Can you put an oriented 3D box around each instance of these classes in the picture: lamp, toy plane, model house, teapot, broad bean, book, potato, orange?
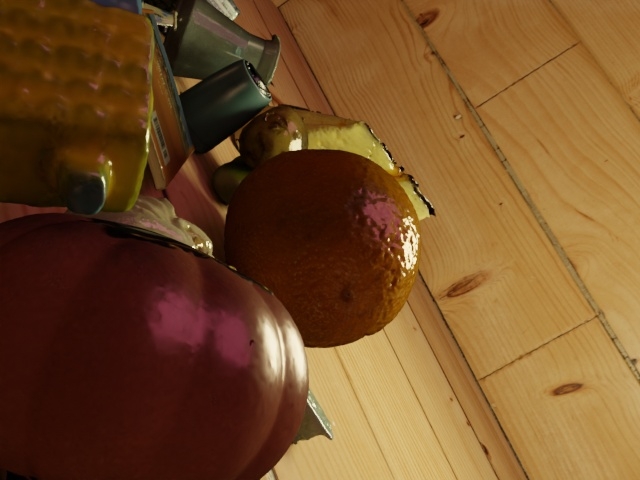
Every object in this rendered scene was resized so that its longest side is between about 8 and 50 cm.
[{"bbox_3d":[-0.163,0.110,0.612,0.305,0.239,0.305,18,-7,2],"label":"lamp"},{"bbox_3d":[-0.351,-0.392,1.406,0.192,0.088,0.262,12,62,-31],"label":"toy plane"},{"bbox_3d":[-0.272,-0.144,0.679,0.237,0.215,0.303,5,38,-23],"label":"model house"},{"bbox_3d":[-0.212,-0.377,1.590,0.225,0.203,0.171,20,18,-16],"label":"teapot"},{"bbox_3d":[-0.147,-0.107,1.505,0.124,0.082,0.174,32,25,-6],"label":"broad bean"},{"bbox_3d":[-0.265,-0.240,1.227,0.374,0.028,0.262,-103,177,-75],"label":"book"},{"bbox_3d":[-0.081,-0.191,1.487,0.137,0.137,0.176,56,33,-9],"label":"potato"},{"bbox_3d":[0.000,0.000,1.281,0.322,0.322,0.357,49,8,-36],"label":"orange"}]

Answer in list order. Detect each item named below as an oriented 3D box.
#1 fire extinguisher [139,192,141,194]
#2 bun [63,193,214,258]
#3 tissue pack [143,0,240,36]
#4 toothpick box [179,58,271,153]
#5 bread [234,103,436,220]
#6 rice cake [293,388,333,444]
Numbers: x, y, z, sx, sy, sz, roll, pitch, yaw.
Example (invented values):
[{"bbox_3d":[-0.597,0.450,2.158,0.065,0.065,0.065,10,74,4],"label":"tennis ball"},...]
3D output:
[{"bbox_3d":[-0.281,-0.089,1.037,0.177,0.050,0.062,59,-29,6],"label":"fire extinguisher"},{"bbox_3d":[-0.199,0.030,0.902,0.231,0.133,0.231,55,11,-17],"label":"bun"},{"bbox_3d":[-0.320,-0.546,1.655,0.257,0.185,0.081,50,53,-30],"label":"tissue pack"},{"bbox_3d":[-0.188,-0.260,1.474,0.120,0.184,0.120,54,13,-18],"label":"toothpick box"},{"bbox_3d":[0.030,-0.198,1.851,0.242,0.405,0.346,-88,158,-49],"label":"bread"},{"bbox_3d":[-0.055,0.214,1.157,0.206,0.063,0.069,60,7,0],"label":"rice cake"}]
